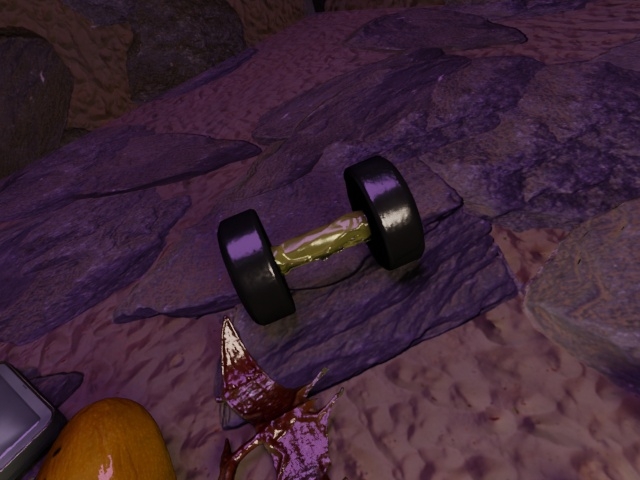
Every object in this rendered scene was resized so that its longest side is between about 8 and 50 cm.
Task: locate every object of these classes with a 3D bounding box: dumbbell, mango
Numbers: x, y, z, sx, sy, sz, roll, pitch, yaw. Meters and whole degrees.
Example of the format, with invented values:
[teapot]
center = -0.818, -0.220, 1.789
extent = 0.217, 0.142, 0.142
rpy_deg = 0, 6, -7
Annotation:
[dumbbell]
center = 0.000, 0.000, 0.814
extent = 0.322, 0.204, 0.204
rpy_deg = -23, 37, -4
[mango]
center = -0.263, 0.344, 0.552
extent = 0.186, 0.144, 0.359
rpy_deg = -26, 40, -4

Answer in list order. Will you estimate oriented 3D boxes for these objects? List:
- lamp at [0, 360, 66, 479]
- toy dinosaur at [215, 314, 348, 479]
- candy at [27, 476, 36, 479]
[lamp]
center = -0.600, 0.353, 0.773
extent = 0.269, 0.047, 0.266
rpy_deg = 15, 48, 37
[toy dinosaur]
center = -0.069, 0.229, 0.635
extent = 0.206, 0.113, 0.327
rpy_deg = -17, 35, 4
[candy]
center = -0.409, 0.378, 0.679
extent = 0.083, 0.023, 0.025
rpy_deg = 15, 33, 28
